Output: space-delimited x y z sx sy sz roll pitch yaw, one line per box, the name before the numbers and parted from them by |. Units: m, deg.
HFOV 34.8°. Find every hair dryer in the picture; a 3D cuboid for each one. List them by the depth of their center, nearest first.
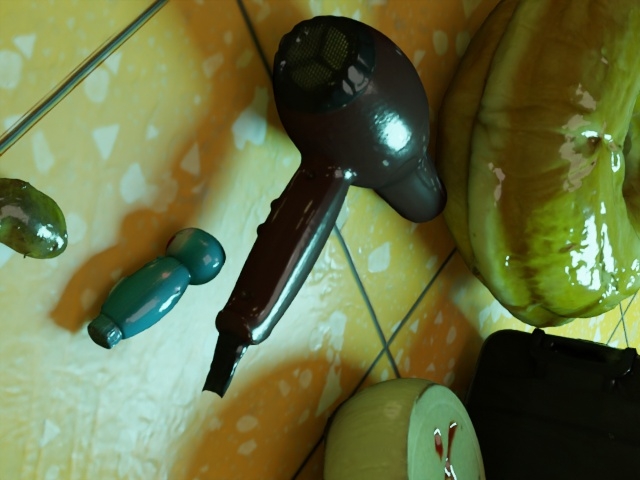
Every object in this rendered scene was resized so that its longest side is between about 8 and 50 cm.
hair dryer | 0.000 0.000 0.911 0.340 0.123 0.312 -62 151 -15

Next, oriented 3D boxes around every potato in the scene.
potato | -0.205 -0.017 0.689 0.046 0.045 0.092 -42 143 16

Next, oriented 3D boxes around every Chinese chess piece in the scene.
Chinese chess piece | 0.093 0.267 1.052 0.250 0.103 0.249 40 43 -52

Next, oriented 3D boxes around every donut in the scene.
donut | 0.296 -0.108 1.184 0.449 0.198 0.448 -21 117 -50

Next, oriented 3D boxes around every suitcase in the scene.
suitcase | 0.279 0.323 1.203 0.194 0.283 0.434 54 51 -57

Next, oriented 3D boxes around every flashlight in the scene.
flashlight | -0.127 0.038 0.804 0.129 0.051 0.051 -45 134 -33
